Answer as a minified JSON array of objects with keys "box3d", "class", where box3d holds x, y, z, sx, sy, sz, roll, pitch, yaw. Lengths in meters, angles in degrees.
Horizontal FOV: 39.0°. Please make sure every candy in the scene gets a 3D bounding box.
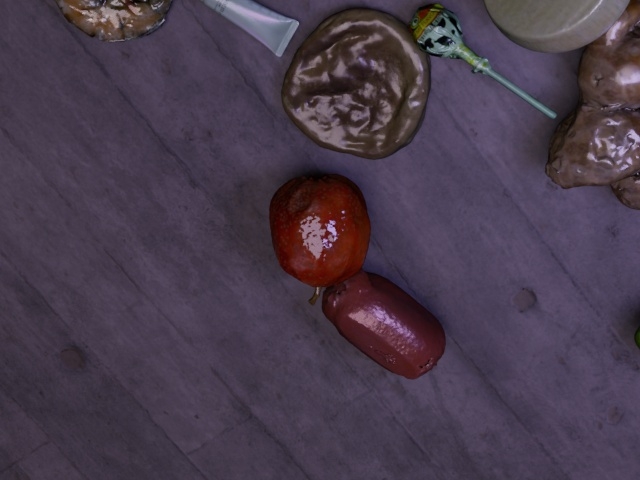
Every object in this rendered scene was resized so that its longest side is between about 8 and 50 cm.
[{"box3d":[0.286,-0.305,1.573,0.305,0.091,0.083,36,126,4],"class":"candy"}]

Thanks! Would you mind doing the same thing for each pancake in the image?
[{"box3d":[0.072,-0.283,1.674,0.294,0.049,0.295,5,116,10],"class":"pancake"}]

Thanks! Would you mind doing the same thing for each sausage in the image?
[{"box3d":[0.128,0.163,1.809,0.279,0.152,0.152,39,117,-9],"class":"sausage"}]

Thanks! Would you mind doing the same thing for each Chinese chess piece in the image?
[{"box3d":[0.380,-0.426,1.446,0.250,0.101,0.250,-2,87,40],"class":"Chinese chess piece"}]

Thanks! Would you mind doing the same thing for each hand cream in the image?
[{"box3d":[-0.144,-0.421,1.663,0.204,0.050,0.078,30,117,-6],"class":"hand cream"}]

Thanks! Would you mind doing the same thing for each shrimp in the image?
[{"box3d":[-0.350,-0.524,1.660,0.233,0.071,0.365,33,117,-14],"class":"shrimp"}]

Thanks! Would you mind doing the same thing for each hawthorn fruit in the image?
[{"box3d":[0.000,0.000,1.725,0.205,0.205,0.253,0,101,13],"class":"hawthorn fruit"}]

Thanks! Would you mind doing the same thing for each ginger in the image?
[{"box3d":[0.514,-0.224,1.538,0.256,0.176,0.375,-4,112,-4],"class":"ginger"}]

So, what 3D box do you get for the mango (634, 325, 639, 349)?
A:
[{"box3d":[0.757,0.138,1.617,0.381,0.225,0.201,-19,72,23],"class":"mango"}]
